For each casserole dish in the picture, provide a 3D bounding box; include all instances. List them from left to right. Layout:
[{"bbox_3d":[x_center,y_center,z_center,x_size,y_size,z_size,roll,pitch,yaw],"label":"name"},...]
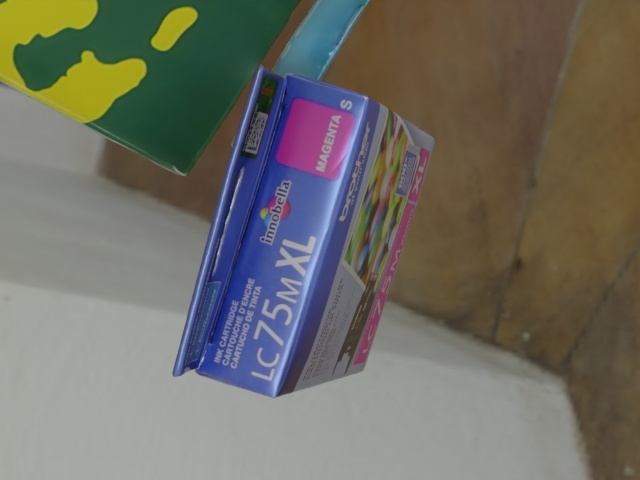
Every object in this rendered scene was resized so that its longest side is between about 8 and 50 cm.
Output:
[{"bbox_3d":[-0.021,-0.124,1.140,0.114,0.037,0.188,-61,4,-40],"label":"casserole dish"}]

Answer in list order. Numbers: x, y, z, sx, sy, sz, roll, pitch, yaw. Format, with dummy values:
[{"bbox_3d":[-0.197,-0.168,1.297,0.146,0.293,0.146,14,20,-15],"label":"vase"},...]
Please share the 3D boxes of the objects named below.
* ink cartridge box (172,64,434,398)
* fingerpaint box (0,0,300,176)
[{"bbox_3d":[0.000,0.000,0.930,0.311,0.065,0.185,9,-82,-75],"label":"ink cartridge box"},{"bbox_3d":[-0.075,-0.288,0.641,0.371,0.163,0.445,-56,28,11],"label":"fingerpaint box"}]
